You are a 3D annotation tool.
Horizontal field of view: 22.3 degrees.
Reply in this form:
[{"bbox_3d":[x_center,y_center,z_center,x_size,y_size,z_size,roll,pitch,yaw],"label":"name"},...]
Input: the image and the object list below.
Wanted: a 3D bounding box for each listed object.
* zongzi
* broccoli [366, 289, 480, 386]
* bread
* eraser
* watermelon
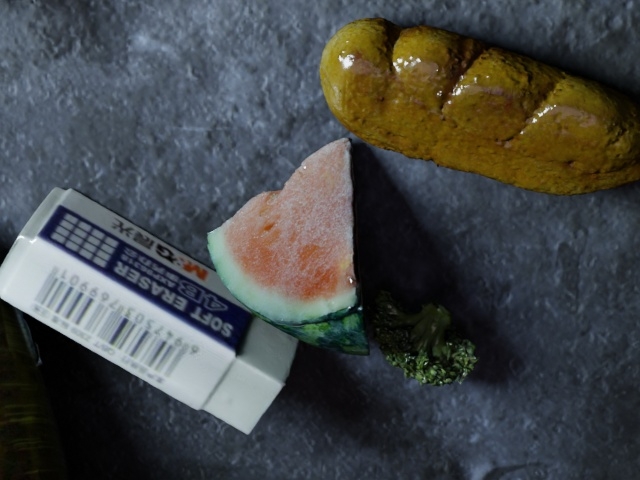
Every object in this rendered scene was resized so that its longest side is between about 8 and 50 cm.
[{"bbox_3d":[-0.357,0.193,1.615,0.208,0.432,0.403,-15,75,-6],"label":"zongzi"},{"bbox_3d":[0.096,0.087,1.536,0.095,0.097,0.092,10,126,-31],"label":"broccoli"},{"bbox_3d":[0.167,-0.115,1.431,0.344,0.084,0.124,15,137,1],"label":"bread"},{"bbox_3d":[-0.160,0.065,1.532,0.279,0.124,0.081,31,115,-6],"label":"eraser"},{"bbox_3d":[-0.016,0.017,1.480,0.136,0.207,0.202,-12,97,-15],"label":"watermelon"}]
